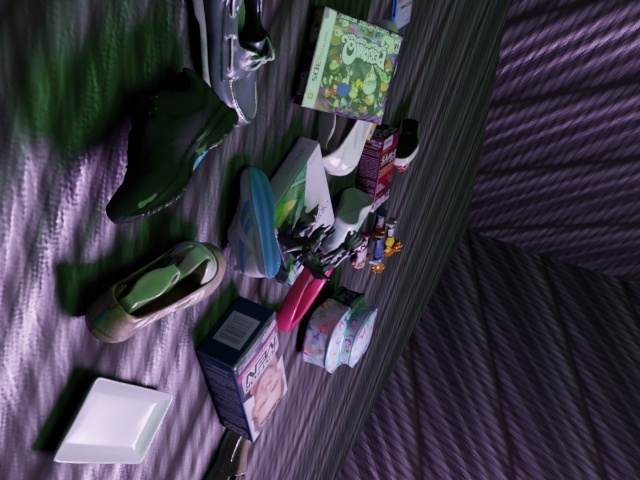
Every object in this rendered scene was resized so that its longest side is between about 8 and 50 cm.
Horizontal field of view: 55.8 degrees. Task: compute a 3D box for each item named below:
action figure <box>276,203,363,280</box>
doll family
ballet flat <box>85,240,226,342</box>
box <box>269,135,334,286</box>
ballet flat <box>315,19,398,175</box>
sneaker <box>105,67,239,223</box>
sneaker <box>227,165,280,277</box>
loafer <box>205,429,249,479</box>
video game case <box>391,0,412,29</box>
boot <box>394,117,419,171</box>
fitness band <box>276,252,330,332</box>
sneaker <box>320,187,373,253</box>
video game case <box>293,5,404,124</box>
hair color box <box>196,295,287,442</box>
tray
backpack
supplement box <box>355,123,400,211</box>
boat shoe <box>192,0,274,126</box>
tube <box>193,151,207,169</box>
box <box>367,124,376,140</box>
[{"bbox_3d":[0.000,0.000,1.365,0.141,0.164,0.276,-52,171,11],"label":"action figure"},{"bbox_3d":[0.209,0.022,2.100,0.263,0.119,0.163,-48,150,-45],"label":"doll family"},{"bbox_3d":[-0.244,0.065,1.010,0.106,0.107,0.316,-47,177,38],"label":"ballet flat"},{"bbox_3d":[-0.056,-0.059,1.458,0.232,0.059,0.322,-59,156,-25],"label":"box"},{"bbox_3d":[0.080,-0.354,1.457,0.139,0.139,0.399,5,105,-69],"label":"ballet flat"},{"bbox_3d":[-0.234,-0.140,0.871,0.130,0.109,0.286,52,42,-29],"label":"sneaker"},{"bbox_3d":[-0.145,-0.036,1.231,0.087,0.092,0.228,-17,105,-62],"label":"sneaker"},{"bbox_3d":[-0.222,0.579,1.583,0.251,0.088,0.094,-66,159,-11],"label":"loafer"},{"bbox_3d":[0.229,-0.672,1.668,0.119,0.015,0.166,-46,149,-46],"label":"video game case"},{"bbox_3d":[0.276,-0.273,2.012,0.244,0.089,0.176,-67,166,-48],"label":"boot"},{"bbox_3d":[-0.042,0.135,1.582,0.208,0.054,0.291,-58,173,9],"label":"fitness band"},{"bbox_3d":[0.069,-0.052,1.754,0.151,0.094,0.256,-62,176,32],"label":"sneaker"},{"bbox_3d":[0.065,-0.380,1.337,0.232,0.042,0.210,5,106,-37],"label":"video game case"},{"bbox_3d":[-0.174,0.313,1.438,0.173,0.105,0.347,-54,154,-36],"label":"hair color box"},{"bbox_3d":[-0.365,0.323,1.079,0.145,0.030,0.270,-64,159,-13],"label":"tray"},{"bbox_3d":[0.054,0.286,1.884,0.254,0.191,0.225,-27,135,-54],"label":"backpack"},{"bbox_3d":[0.172,-0.223,1.854,0.130,0.073,0.239,-42,145,-50],"label":"supplement box"},{"bbox_3d":[-0.128,-0.312,0.975,0.319,0.099,0.116,86,20,-47],"label":"boat shoe"},{"bbox_3d":[-0.220,-0.148,0.998,0.080,0.052,0.207,84,27,-54],"label":"tube"},{"bbox_3d":[0.128,-0.357,1.668,0.105,0.043,0.179,-64,156,-15],"label":"box"}]
